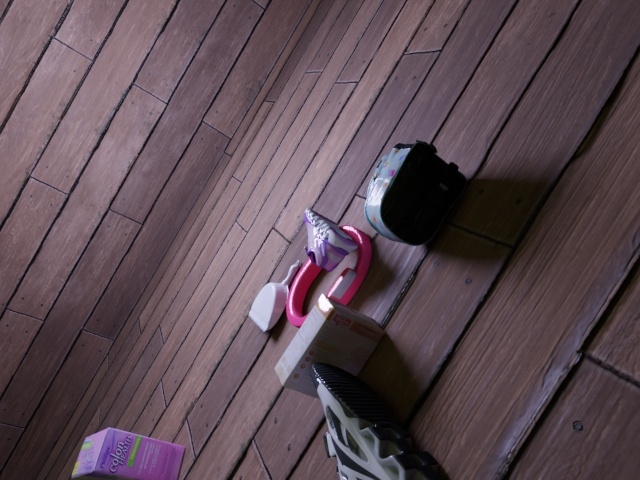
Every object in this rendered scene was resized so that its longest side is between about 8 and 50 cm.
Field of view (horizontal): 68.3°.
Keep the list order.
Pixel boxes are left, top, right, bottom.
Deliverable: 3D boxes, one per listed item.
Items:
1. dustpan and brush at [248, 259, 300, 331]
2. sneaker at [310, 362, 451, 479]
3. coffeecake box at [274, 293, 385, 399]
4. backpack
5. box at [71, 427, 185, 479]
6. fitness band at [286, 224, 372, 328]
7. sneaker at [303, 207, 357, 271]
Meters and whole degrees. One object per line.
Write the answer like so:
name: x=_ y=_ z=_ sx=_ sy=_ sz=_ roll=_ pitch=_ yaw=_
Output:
dustpan and brush: x=-0.121 y=0.147 z=1.353 sx=0.147 sy=0.060 sz=0.211 roll=25 pitch=93 yaw=60
sneaker: x=0.057 y=0.341 z=0.789 sx=0.330 sy=0.123 sz=0.146 roll=43 pitch=108 yaw=51
coffeecake box: x=0.019 y=0.223 z=0.955 sx=0.185 sy=0.142 sz=0.068 roll=-57 pitch=28 yaw=6
backpack: x=0.176 y=-0.086 z=0.957 sx=0.144 sy=0.166 sz=0.188 roll=6 pitch=66 yaw=61
box: x=-0.570 y=0.660 z=1.406 sx=0.214 sy=0.243 sz=0.117 roll=-33 pitch=39 yaw=41
fitness band: x=0.018 y=0.094 z=1.176 sx=0.290 sy=0.054 sz=0.209 roll=-52 pitch=27 yaw=13
sneaker: x=0.000 y=0.000 z=1.147 sx=0.104 sy=0.095 sz=0.236 roll=-60 pitch=27 yaw=11
